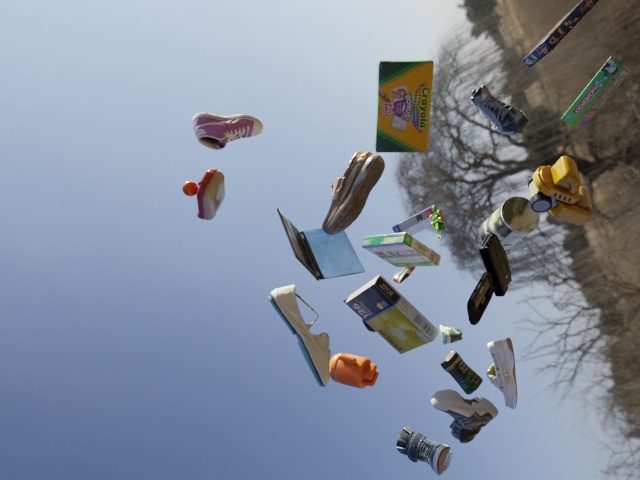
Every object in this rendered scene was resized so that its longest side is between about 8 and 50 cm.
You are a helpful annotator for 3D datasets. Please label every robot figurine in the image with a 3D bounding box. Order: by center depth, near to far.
[{"bbox_3d":[0.127,0.537,2.160,0.158,0.219,0.128,24,-105,-60],"label":"robot figurine"}]

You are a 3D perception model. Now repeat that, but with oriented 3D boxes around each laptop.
[{"bbox_3d":[0.000,0.000,2.853,0.408,0.236,0.382,49,-168,-48],"label":"laptop"}]

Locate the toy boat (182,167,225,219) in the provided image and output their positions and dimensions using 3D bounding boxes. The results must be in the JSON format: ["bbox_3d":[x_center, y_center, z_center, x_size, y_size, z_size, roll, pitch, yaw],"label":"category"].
[{"bbox_3d":[-0.456,-0.183,2.006,0.151,0.231,0.151,20,-121,2],"label":"toy boat"}]

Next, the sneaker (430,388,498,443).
[{"bbox_3d":[0.461,0.594,1.750,0.268,0.153,0.101,17,-161,-25],"label":"sneaker"}]

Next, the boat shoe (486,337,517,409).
[{"bbox_3d":[0.618,0.456,1.796,0.098,0.096,0.277,-63,-38,-66],"label":"boat shoe"}]

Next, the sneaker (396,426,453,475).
[{"bbox_3d":[0.296,0.611,1.533,0.086,0.163,0.226,-61,-26,-16],"label":"sneaker"}]

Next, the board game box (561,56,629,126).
[{"bbox_3d":[0.882,-0.467,1.669,0.046,0.213,0.317,41,-149,19],"label":"board game box"}]

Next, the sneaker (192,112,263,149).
[{"bbox_3d":[-0.351,-0.410,2.049,0.282,0.102,0.161,-4,-130,-21],"label":"sneaker"}]

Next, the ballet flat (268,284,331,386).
[{"bbox_3d":[-0.044,0.336,1.917,0.400,0.139,0.139,59,-154,9],"label":"ballet flat"}]

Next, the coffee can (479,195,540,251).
[{"bbox_3d":[0.977,-0.080,2.718,0.275,0.201,0.201,108,150,-67],"label":"coffee can"}]

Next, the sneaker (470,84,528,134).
[{"bbox_3d":[0.530,-0.410,1.613,0.132,0.086,0.228,32,-165,-31],"label":"sneaker"}]

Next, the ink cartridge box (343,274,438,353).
[{"bbox_3d":[0.248,0.302,2.007,0.303,0.307,0.072,43,-127,-2],"label":"ink cartridge box"}]

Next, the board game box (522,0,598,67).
[{"bbox_3d":[0.824,-0.721,1.806,0.042,0.243,0.165,44,175,0],"label":"board game box"}]

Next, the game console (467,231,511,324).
[{"bbox_3d":[0.586,0.141,1.846,0.361,0.044,0.213,-46,-61,-41],"label":"game console"}]

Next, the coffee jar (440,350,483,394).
[{"bbox_3d":[0.620,0.580,2.310,0.184,0.079,0.096,47,-128,9],"label":"coffee jar"}]

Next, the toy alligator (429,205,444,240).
[{"bbox_3d":[0.526,-0.071,2.314,0.051,0.056,0.189,21,-130,-31],"label":"toy alligator"}]

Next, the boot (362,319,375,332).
[{"bbox_3d":[0.258,0.323,2.489,0.137,0.077,0.198,-41,-51,-42],"label":"boot"}]

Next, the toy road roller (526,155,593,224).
[{"bbox_3d":[1.136,-0.240,2.414,0.329,0.240,0.202,18,-129,-8],"label":"toy road roller"}]

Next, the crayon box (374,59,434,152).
[{"bbox_3d":[0.258,-0.421,1.645,0.081,0.165,0.278,-86,-4,-66],"label":"crayon box"}]

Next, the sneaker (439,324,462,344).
[{"bbox_3d":[0.480,0.344,1.918,0.166,0.076,0.065,-32,-66,-83],"label":"sneaker"}]

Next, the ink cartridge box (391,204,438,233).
[{"bbox_3d":[0.516,-0.083,2.905,0.065,0.311,0.186,64,-167,18],"label":"ink cartridge box"}]

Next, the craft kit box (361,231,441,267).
[{"bbox_3d":[0.353,0.047,2.292,0.247,0.250,0.061,33,-114,-33],"label":"craft kit box"}]

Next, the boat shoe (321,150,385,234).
[{"bbox_3d":[0.098,-0.168,1.832,0.116,0.324,0.123,35,-178,30],"label":"boat shoe"}]

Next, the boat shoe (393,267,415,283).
[{"bbox_3d":[0.402,0.158,2.466,0.137,0.043,0.049,-33,-55,-26],"label":"boat shoe"}]
